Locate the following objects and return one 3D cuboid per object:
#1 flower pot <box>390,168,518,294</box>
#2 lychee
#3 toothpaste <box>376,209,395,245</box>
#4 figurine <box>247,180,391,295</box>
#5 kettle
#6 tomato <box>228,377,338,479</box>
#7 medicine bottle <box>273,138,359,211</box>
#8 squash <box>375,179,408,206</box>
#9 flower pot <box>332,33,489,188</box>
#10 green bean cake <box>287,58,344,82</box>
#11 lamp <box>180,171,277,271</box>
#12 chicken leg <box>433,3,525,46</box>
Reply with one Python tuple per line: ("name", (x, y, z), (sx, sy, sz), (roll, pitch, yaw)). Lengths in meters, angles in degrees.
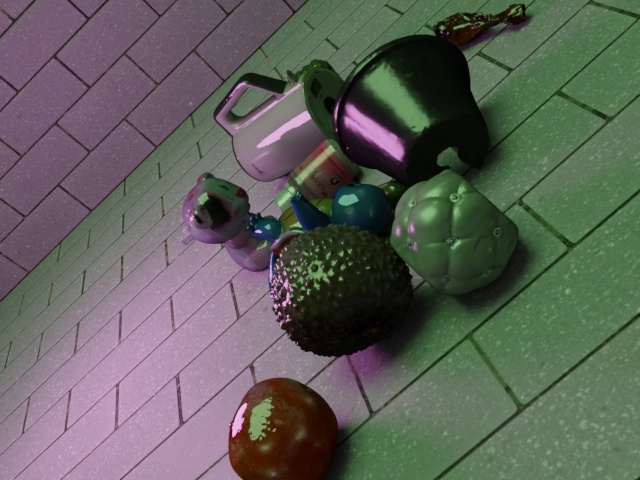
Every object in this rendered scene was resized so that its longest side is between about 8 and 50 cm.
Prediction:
("flower pot", (0.256, -0.011, 1.422), (0.195, 0.246, 0.246), (-48, 28, 9))
("lychee", (0.043, 0.103, 1.511), (0.300, 0.300, 0.300), (-34, 31, 23))
("toothpaste", (0.159, 0.004, 1.744), (0.043, 0.037, 0.178), (-27, 34, 36))
("figurine", (-0.025, -0.026, 1.800), (0.416, 0.298, 0.243), (-44, 65, 26))
("kettle", (-0.124, -0.378, 2.262), (0.377, 0.361, 0.249), (-24, 39, 41))
("tomato", (-0.066, 0.377, 1.392), (0.189, 0.232, 0.232), (-1, 49, 26))
("medicine bottle", (-0.015, -0.169, 2.095), (0.247, 0.147, 0.147), (-44, 28, 5))
("squash", (0.137, -0.108, 1.887), (0.229, 0.066, 0.066), (-13, 43, 46))
("flower pot", (0.239, -0.272, 1.719), (0.379, 0.379, 0.251), (-40, 46, 13))
("green bean cake", (-0.010, -0.477, 2.412), (0.200, 0.214, 0.113), (-35, 24, 23))
("lamp", (-0.277, -0.040, 2.117), (0.247, 0.301, 0.247), (-33, 31, 24))
("chicken leg", (0.460, -0.620, 2.084), (0.304, 0.093, 0.113), (4, 38, 50))
